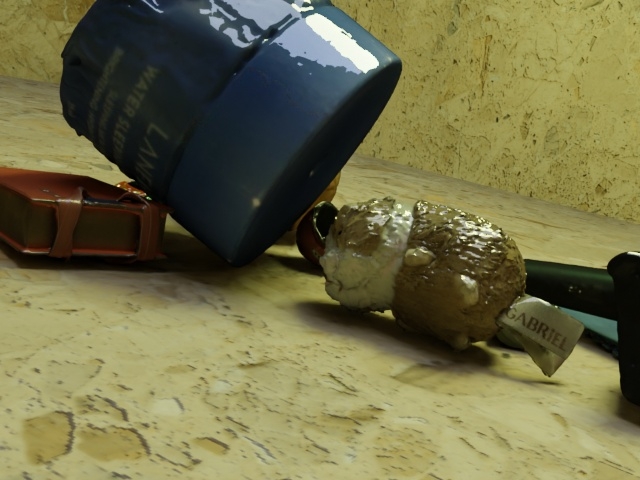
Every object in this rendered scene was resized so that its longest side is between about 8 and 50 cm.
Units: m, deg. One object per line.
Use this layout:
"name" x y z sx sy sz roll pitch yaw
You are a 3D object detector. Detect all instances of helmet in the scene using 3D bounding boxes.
"helmet" -0.001 0.001 0.836 0.065 0.049 0.084 51 27 -16

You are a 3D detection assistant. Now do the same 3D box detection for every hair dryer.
"hair dryer" 0.254 0.055 0.699 0.244 0.116 0.302 4 2 -36

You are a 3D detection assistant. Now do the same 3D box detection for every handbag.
"handbag" -0.229 -0.026 0.706 0.127 0.062 0.190 4 9 -41

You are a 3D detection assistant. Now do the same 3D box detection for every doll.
"doll" 0.102 0.027 0.640 0.221 0.105 0.115 18 38 29

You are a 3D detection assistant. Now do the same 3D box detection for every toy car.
"toy car" -0.197 -0.056 0.954 0.059 0.035 0.122 24 14 35

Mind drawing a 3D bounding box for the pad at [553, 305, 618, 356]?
"pad" 0.388 0.116 0.777 0.269 0.012 0.269 11 11 -9

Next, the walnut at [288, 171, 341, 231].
"walnut" -0.060 -0.090 0.963 0.168 0.167 0.207 9 13 -16

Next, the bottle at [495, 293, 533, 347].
"bottle" 0.166 0.060 0.721 0.047 0.063 0.101 -18 9 0

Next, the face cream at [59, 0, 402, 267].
"face cream" -0.084 -0.136 0.749 0.225 0.249 0.249 39 15 7
